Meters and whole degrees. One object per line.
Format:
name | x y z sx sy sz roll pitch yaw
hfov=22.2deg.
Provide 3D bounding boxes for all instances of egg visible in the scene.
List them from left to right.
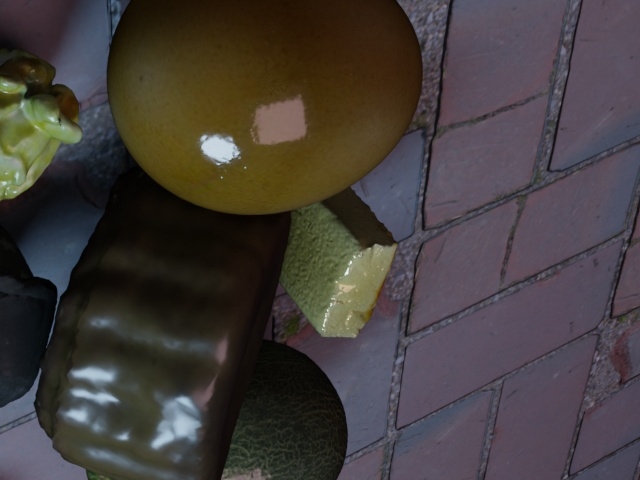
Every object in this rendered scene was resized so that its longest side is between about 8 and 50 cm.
egg | -0.044 -0.151 1.492 0.322 0.250 0.250 -12 136 -42

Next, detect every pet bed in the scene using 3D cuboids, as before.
pet bed | -0.369 0.075 1.499 0.183 0.159 0.211 -51 145 14

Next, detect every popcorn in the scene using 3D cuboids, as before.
popcorn | -0.280 -0.100 1.422 0.141 0.162 0.136 -49 144 -82

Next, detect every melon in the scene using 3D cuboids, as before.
melon | -0.117 0.231 1.848 0.301 0.237 0.237 -12 136 -31

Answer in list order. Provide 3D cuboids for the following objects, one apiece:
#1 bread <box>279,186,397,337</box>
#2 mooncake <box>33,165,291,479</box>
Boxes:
bread | 0.000 -0.001 1.756 0.068 0.188 0.125 2 125 -39
mooncake | -0.151 0.088 1.602 0.324 0.187 0.324 17 90 -86
